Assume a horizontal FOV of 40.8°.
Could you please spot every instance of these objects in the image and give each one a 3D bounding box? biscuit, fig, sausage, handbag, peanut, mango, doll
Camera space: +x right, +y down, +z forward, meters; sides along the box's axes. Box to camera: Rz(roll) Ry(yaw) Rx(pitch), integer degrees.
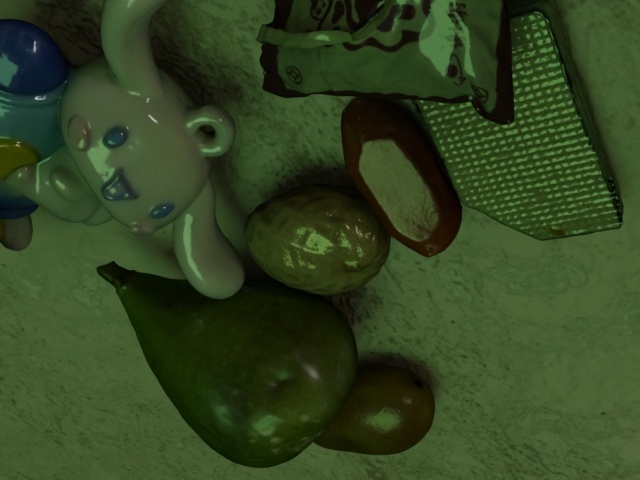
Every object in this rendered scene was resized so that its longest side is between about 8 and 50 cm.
[{"bbox_3d":[0.183,-0.104,0.812,0.150,0.052,0.252,-10,126,32],"label":"biscuit"},{"bbox_3d":[-0.093,0.112,1.027,0.314,0.233,0.233,56,138,20],"label":"fig"},{"bbox_3d":[0.081,-0.063,0.866,0.089,0.089,0.179,-24,111,36],"label":"sausage"},{"bbox_3d":[0.055,-0.209,0.700,0.235,0.127,0.212,7,109,20],"label":"handbag"},{"bbox_3d":[0.000,0.000,0.933,0.159,0.109,0.141,-8,159,39],"label":"peanut"},{"bbox_3d":[0.054,0.233,1.149,0.136,0.099,0.228,36,142,-23],"label":"mango"},{"bbox_3d":[-0.264,-0.094,0.868,0.366,0.187,0.375,0,111,11],"label":"doll"}]

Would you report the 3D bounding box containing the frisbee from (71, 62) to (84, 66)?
[{"bbox_3d":[-0.254,-0.147,0.957,0.110,0.014,0.110,10,135,11],"label":"frisbee"}]
